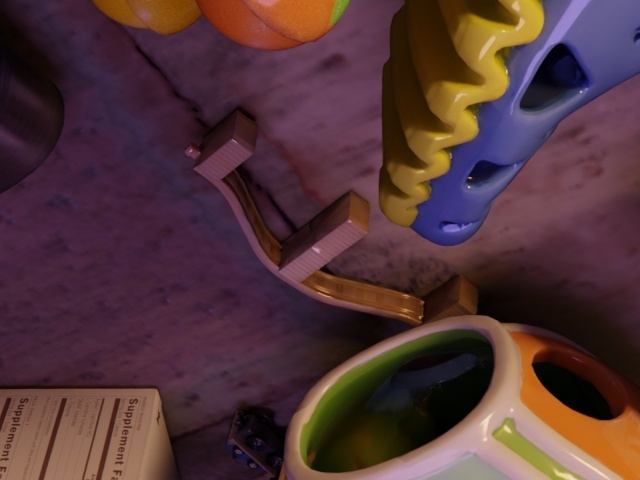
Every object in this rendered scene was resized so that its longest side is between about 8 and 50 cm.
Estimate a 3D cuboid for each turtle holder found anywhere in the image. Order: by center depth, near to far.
[{"bbox_3d":[0.065,0.171,0.758,0.320,0.243,0.227,-10,125,38],"label":"turtle holder"}]

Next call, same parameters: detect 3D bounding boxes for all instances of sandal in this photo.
[{"bbox_3d":[0.120,-0.108,0.502,0.138,0.126,0.317,18,134,-15],"label":"sandal"}]

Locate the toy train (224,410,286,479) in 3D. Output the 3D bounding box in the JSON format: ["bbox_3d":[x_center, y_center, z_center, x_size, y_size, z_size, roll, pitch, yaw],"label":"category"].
[{"bbox_3d":[-0.014,0.162,0.887,0.036,0.027,0.158,-16,131,33],"label":"toy train"}]

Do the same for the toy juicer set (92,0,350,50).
[{"bbox_3d":[-0.101,-0.183,0.506,0.329,0.089,0.209,31,159,31],"label":"toy juicer set"}]

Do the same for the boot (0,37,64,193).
[{"bbox_3d":[-0.302,-0.059,0.604,0.264,0.096,0.280,-25,145,25],"label":"boot"}]

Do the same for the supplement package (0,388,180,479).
[{"bbox_3d":[-0.221,0.186,0.855,0.244,0.133,0.139,-1,133,7],"label":"supplement package"}]

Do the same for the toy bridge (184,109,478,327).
[{"bbox_3d":[0.000,0.000,0.733,0.188,0.026,0.063,35,128,-25],"label":"toy bridge"}]
